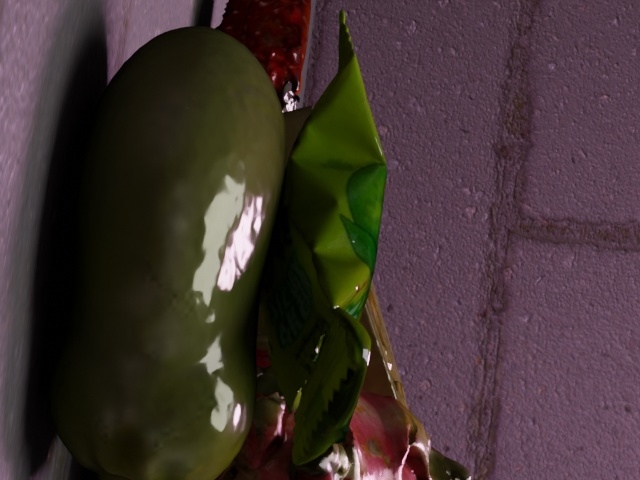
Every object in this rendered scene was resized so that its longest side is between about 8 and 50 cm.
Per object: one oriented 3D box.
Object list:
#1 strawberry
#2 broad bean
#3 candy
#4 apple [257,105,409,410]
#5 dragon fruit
[{"bbox_3d":[-0.060,-0.166,1.729,0.174,0.098,0.228,95,-1,-73],"label":"strawberry"},{"bbox_3d":[-0.086,0.011,1.134,0.238,0.119,0.291,97,0,-62],"label":"broad bean"},{"bbox_3d":[0.000,0.000,1.186,0.149,0.069,0.246,108,-9,-57],"label":"candy"},{"bbox_3d":[0.017,0.091,1.607,0.312,0.320,0.360,-37,-121,44],"label":"apple"},{"bbox_3d":[-0.039,0.203,1.352,0.237,0.231,0.302,-53,149,-36],"label":"dragon fruit"}]
